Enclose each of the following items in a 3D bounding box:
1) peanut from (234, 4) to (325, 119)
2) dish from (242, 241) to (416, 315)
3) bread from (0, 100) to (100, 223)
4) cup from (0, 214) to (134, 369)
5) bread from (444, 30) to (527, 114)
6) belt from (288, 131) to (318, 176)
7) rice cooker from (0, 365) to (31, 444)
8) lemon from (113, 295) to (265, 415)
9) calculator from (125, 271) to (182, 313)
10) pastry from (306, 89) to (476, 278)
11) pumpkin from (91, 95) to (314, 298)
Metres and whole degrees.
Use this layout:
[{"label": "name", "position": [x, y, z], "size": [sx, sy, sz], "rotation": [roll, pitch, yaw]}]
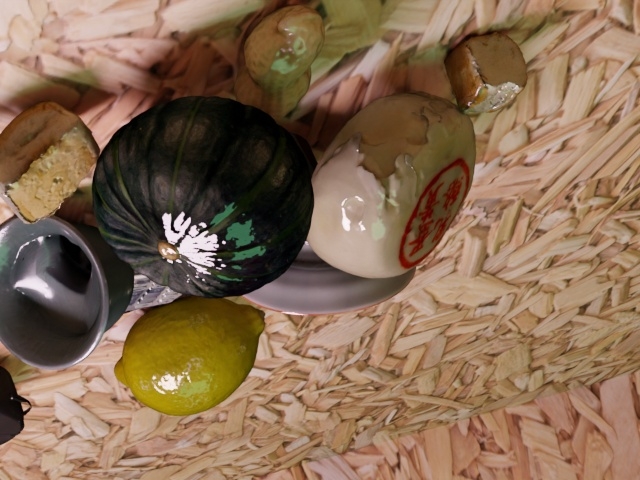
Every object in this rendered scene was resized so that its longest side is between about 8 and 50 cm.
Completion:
[{"label": "peanut", "position": [-0.045, -0.193, 1.641], "size": [0.082, 0.082, 0.187], "rotation": [-12, 156, -18]}, {"label": "dish", "position": [0.000, 0.000, 2.043], "size": [0.260, 0.260, 0.085], "rotation": [-12, 119, -17]}, {"label": "bread", "position": [-0.304, -0.092, 1.632], "size": [0.125, 0.082, 0.106], "rotation": [-46, 154, -9]}, {"label": "cup", "position": [-0.311, 0.051, 1.929], "size": [0.199, 0.199, 0.150], "rotation": [-31, 175, 29]}, {"label": "bread", "position": [0.199, -0.201, 1.826], "size": [0.076, 0.083, 0.070], "rotation": [-7, 160, -29]}, {"label": "belt", "position": [-0.107, -0.060, 1.887], "size": [0.261, 0.105, 0.184], "rotation": [2, 150, -42]}, {"label": "rice cooker", "position": [-0.528, 0.251, 2.290], "size": [0.142, 0.118, 0.203], "rotation": [-23, 159, 10]}, {"label": "lemon", "position": [-0.194, 0.173, 2.296], "size": [0.248, 0.184, 0.184], "rotation": [-22, 159, 5]}, {"label": "calculator", "position": [-0.245, 0.054, 2.149], "size": [0.177, 0.040, 0.268], "rotation": [-8, 158, -27]}, {"label": "pastry", "position": [0.090, -0.070, 1.877], "size": [0.265, 0.133, 0.265], "rotation": [-42, 149, -33]}, {"label": "pumpkin", "position": [-0.128, -0.054, 1.664], "size": [0.249, 0.216, 0.250], "rotation": [2, 136, 2]}]
